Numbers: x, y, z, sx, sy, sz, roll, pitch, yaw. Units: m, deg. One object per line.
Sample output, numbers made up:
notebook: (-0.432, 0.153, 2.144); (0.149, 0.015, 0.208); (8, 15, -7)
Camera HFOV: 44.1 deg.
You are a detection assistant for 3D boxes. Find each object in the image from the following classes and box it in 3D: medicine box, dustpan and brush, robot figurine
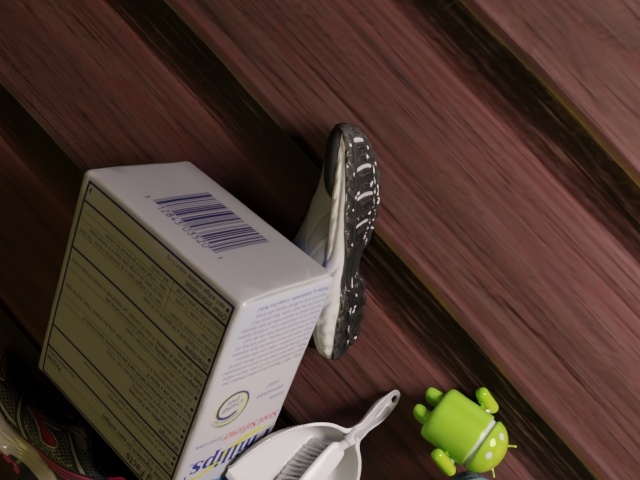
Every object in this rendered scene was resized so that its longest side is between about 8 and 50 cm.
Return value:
medicine box: (-0.165, 0.098, 0.900); (0.263, 0.149, 0.289); (37, 120, 29)
dustpan and brush: (0.012, 0.247, 0.923); (0.060, 0.211, 0.147); (-5, 124, 57)
robot figurine: (0.161, 0.215, 0.894); (0.115, 0.067, 0.101); (35, 73, 18)

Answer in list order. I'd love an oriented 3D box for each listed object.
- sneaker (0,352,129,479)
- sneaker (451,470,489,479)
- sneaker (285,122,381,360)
sneaker: (-0.378, 0.276, 1.102); (0.112, 0.121, 0.299); (-38, 75, -11)
sneaker: (0.206, 0.393, 0.898); (0.110, 0.122, 0.283); (-12, 99, 1)
sneaker: (0.000, 0.000, 0.894); (0.108, 0.100, 0.271); (16, 108, 22)
